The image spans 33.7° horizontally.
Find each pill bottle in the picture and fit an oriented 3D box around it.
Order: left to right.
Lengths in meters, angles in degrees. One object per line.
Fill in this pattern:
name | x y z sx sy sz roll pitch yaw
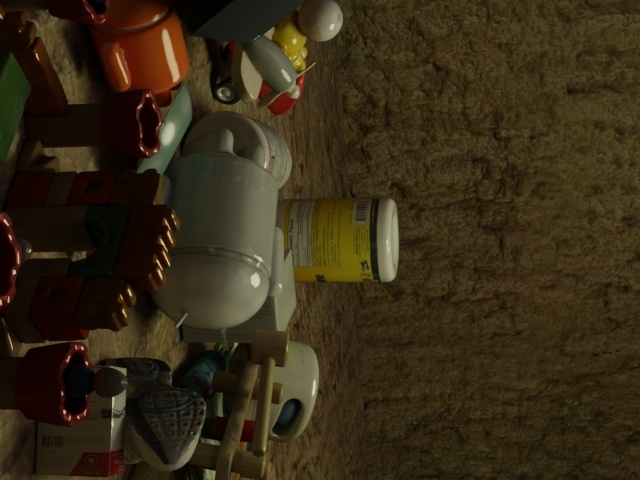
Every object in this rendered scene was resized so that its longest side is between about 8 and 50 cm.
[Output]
pill bottle | -0.147 -0.155 2.016 0.283 0.160 0.160 -4 94 -80
pill bottle | 0.000 0.000 2.341 0.188 0.333 0.188 0 90 -79

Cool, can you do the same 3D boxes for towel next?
towel | -0.197 0.365 2.071 0.325 0.038 0.248 -75 163 -56

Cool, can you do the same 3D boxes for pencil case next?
pencil case | -0.214 0.249 1.897 0.070 0.064 0.152 -53 180 15

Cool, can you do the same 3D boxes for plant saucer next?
plant saucer | -0.234 -0.144 1.592 0.195 0.037 0.195 -59 -169 18

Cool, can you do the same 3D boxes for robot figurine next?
robot figurine | -0.259 -0.294 1.496 0.128 0.158 0.219 39 -28 38
robot figurine | -0.176 -0.005 1.737 0.300 0.199 0.354 21 61 -35

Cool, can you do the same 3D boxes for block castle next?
block castle | -0.284 -0.059 1.100 0.303 0.212 0.453 77 15 -50

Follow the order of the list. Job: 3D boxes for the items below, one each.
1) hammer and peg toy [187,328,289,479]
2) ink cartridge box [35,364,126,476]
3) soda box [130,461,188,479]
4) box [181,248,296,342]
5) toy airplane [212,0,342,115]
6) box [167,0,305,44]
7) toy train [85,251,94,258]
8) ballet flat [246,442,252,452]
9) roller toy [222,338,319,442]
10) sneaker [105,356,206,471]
hammer and peg toy | -0.143 0.329 1.736 0.266 0.127 0.361 -76 177 -58
ink cartridge box | -0.298 0.225 1.326 0.056 0.099 0.135 36 55 -77
soda box | -0.256 0.371 1.667 0.181 0.061 0.058 -74 161 -59
box | -0.149 0.099 1.935 0.182 0.181 0.119 -64 153 -68
toy airplane | -0.095 -0.439 2.004 0.384 0.272 0.386 -15 104 -79
box | -0.161 -0.460 1.509 0.312 0.179 0.343 54 13 -2
toy train | -0.321 -0.011 1.377 0.166 0.046 0.125 74 19 -46
ballet flat | -0.133 0.331 2.136 0.203 0.074 0.074 -75 162 -46
roller toy | -0.090 0.276 1.979 0.209 0.146 0.191 150 -47 -64
sneaker | -0.230 0.255 1.446 0.297 0.111 0.129 -148 -116 -68
